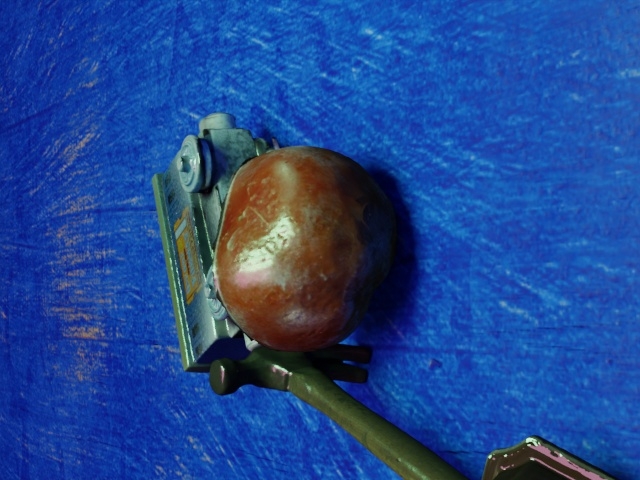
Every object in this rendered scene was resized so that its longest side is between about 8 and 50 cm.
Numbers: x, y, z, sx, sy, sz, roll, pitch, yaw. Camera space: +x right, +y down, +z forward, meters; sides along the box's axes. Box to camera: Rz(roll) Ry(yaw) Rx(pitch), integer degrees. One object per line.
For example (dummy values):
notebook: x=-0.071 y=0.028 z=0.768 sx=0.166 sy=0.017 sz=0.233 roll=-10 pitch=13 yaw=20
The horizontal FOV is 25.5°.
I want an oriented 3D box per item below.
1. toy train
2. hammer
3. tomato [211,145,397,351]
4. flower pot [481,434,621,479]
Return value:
toy train: x=-0.116 y=0.007 z=1.698 sx=0.202 sy=0.131 sz=0.300 roll=134 pitch=130 yaw=-57
hammer: x=0.069 y=0.202 z=1.347 sx=0.440 sy=0.168 sz=0.044 roll=33 pitch=124 yaw=49
tomato: x=0.000 y=0.000 z=1.446 sx=0.155 sy=0.180 sz=0.214 roll=-17 pitch=60 yaw=40
flower pot: x=0.167 y=0.296 z=1.125 sx=0.179 sy=0.084 sz=0.251 roll=26 pitch=116 yaw=33
